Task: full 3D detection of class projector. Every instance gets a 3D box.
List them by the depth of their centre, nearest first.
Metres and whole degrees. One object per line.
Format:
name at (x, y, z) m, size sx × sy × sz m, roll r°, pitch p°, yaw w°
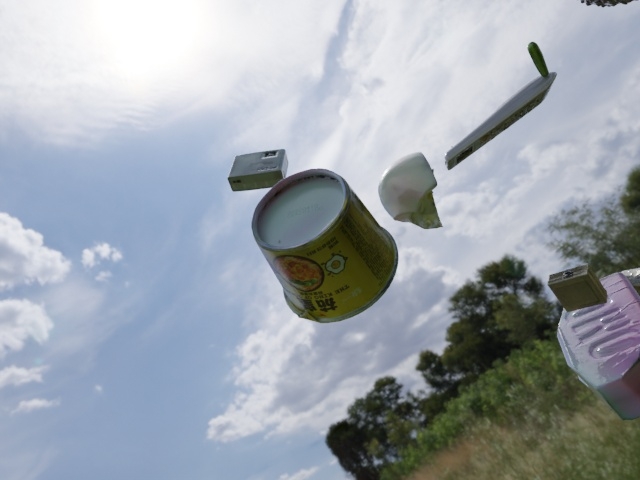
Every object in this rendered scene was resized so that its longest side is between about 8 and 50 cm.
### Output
projector at (-0.165, -0.187, 1.374) m, size 0.147 × 0.115 × 0.061 m, roll -6°, pitch -49°, yaw 9°

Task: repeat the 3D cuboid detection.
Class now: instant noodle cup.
instant noodle cup at (0.000, 0.000, 1.229) m, size 0.325 × 0.325 × 0.254 m, roll -35°, pitch -46°, yaw -2°

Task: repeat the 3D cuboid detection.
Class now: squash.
squash at (0.488, -0.406, 1.138) m, size 0.027 × 0.027 × 0.089 m, roll -37°, pitch -63°, yaw 2°

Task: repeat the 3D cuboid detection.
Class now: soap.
soap at (0.622, 0.219, 1.082) m, size 0.193 × 0.109 × 0.324 m, roll -33°, pitch 16°, yaw 25°

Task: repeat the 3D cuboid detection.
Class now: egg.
egg at (0.256, -0.139, 1.512) m, size 0.161 × 0.206 × 0.271 m, roll -19°, pitch -24°, yaw 5°

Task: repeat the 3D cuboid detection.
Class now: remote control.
remote control at (0.424, -0.290, 1.223) m, size 0.313 × 0.055 × 0.109 m, roll -37°, pitch -12°, yaw 9°

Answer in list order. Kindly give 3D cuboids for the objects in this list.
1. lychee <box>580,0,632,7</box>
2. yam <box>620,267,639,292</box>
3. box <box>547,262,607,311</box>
lychee at (0.546, -0.579, 0.902) m, size 0.300 × 0.300 × 0.300 m, roll -27°, pitch -30°, yaw -17°
yam at (0.980, 0.102, 1.399) m, size 0.083 × 0.083 × 0.371 m, roll -27°, pitch -1°, yaw -16°
box at (0.497, 0.092, 0.985) m, size 0.079 × 0.083 × 0.035 m, roll -25°, pitch 21°, yaw 41°
